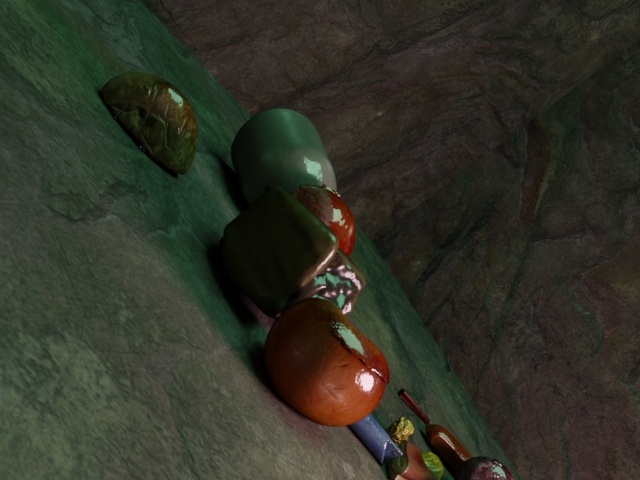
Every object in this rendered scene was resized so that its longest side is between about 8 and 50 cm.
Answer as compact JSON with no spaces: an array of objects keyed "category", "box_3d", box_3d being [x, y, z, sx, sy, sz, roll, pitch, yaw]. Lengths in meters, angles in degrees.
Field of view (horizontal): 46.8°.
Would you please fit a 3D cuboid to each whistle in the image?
[{"category":"whistle","box_3d":[0.079,0.405,1.726,0.304,0.062,0.062,51,9,-11]}]

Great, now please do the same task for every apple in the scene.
[{"category":"apple","box_3d":[0.006,0.249,1.512,0.251,0.206,0.272,46,-1,45]}]

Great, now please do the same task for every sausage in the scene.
[{"category":"sausage","box_3d":[0.437,0.695,2.346,0.300,0.083,0.089,51,21,-6]}]

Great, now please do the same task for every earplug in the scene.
[{"category":"earplug","box_3d":[-0.113,-0.201,2.334,0.313,0.312,0.394,47,13,-31]}]

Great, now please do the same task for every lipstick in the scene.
[{"category":"lipstick","box_3d":[0.314,0.556,2.456,0.176,0.027,0.027,50,9,-26]}]

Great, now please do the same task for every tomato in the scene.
[{"category":"tomato","box_3d":[0.006,-0.002,2.088,0.170,0.309,0.309,0,-36,43]}]

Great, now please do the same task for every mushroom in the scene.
[{"category":"mushroom","box_3d":[-0.385,-0.300,1.796,0.286,0.151,0.156,49,11,-22]}]

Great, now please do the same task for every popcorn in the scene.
[{"category":"popcorn","box_3d":[0.208,0.504,1.955,0.057,0.083,0.082,48,40,4]}]

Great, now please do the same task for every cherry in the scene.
[{"category":"cherry","box_3d":[0.474,0.721,2.156,0.195,0.195,0.195,51,9,-11]}]

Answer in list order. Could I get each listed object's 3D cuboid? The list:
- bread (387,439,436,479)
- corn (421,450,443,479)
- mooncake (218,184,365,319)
[{"category":"bread","box_3d":[0.216,0.556,1.808,0.192,0.067,0.119,43,21,-43]},{"category":"corn","box_3d":[0.279,0.602,1.966,0.165,0.063,0.085,30,33,-64]},{"category":"mooncake","box_3d":[-0.051,0.074,1.732,0.394,0.246,0.393,49,1,-25]}]
